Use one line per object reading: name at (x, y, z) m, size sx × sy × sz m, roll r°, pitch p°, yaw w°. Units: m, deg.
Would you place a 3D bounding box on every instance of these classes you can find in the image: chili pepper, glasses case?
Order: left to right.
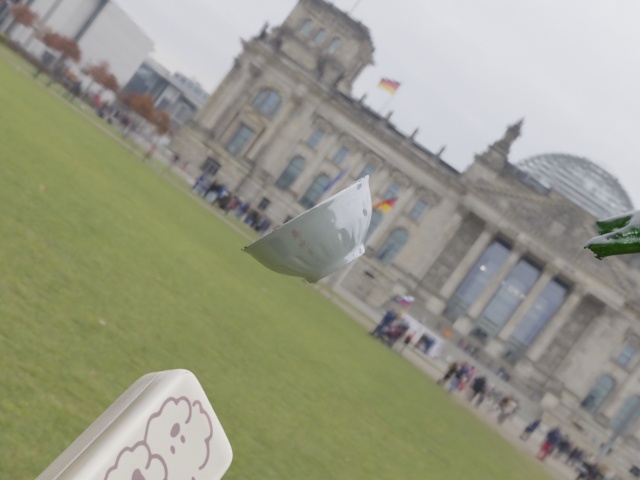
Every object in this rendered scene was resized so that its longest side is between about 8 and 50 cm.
glasses case at (-0.223, 0.281, 0.933) m, size 0.076 × 0.336 × 0.144 m, roll -11°, pitch -67°, yaw 33°
chili pepper at (0.529, -0.021, 1.403) m, size 0.098 × 0.224 × 0.061 m, roll -69°, pitch 144°, yaw -53°

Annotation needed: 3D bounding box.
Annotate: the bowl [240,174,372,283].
bowl at (0.000, 0.000, 1.129) m, size 0.086 × 0.189 × 0.189 m, roll 60°, pitch -2°, yaw -1°
